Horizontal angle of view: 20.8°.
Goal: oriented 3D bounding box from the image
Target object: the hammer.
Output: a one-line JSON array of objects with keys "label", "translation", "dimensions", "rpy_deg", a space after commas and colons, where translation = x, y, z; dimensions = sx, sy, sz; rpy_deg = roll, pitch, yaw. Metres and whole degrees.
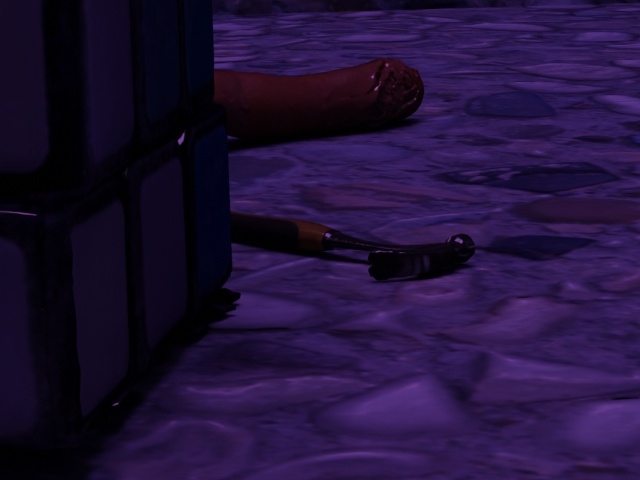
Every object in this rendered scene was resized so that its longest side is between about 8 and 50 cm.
[{"label": "hammer", "translation": [0.000, 0.000, 1.158], "dimensions": [0.201, 0.021, 0.078], "rpy_deg": [9, 15, 38]}]

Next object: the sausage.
[{"label": "sausage", "translation": [-0.014, -0.135, 1.668], "dimensions": [0.304, 0.078, 0.078], "rpy_deg": [-10, 15, -40]}]

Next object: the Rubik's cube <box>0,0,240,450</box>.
[{"label": "Rubik's cube", "translation": [-0.246, -0.107, 0.886], "dimensions": [0.363, 0.358, 0.362], "rpy_deg": [2, 15, 8]}]
